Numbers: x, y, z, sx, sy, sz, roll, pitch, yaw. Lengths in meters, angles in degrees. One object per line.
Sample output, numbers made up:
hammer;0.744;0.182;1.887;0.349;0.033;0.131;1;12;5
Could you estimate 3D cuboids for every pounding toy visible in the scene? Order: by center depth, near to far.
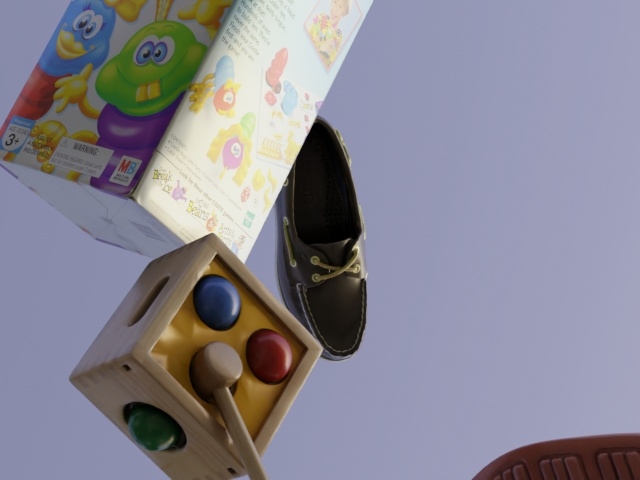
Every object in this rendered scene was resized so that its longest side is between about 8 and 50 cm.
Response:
pounding toy;-0.067;0.090;0.901;0.130;0.100;0.141;47;-132;-18

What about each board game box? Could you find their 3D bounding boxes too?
board game box;-0.088;-0.133;1.041;0.275;0.142;0.144;-64;-34;-14

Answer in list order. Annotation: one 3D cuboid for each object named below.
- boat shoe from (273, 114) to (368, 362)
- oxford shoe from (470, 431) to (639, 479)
boat shoe;0.000;0.000;1.290;0.081;0.068;0.228;-13;-87;-14
oxford shoe;0.165;0.208;0.979;0.146;0.397;0.141;-4;-106;-42
